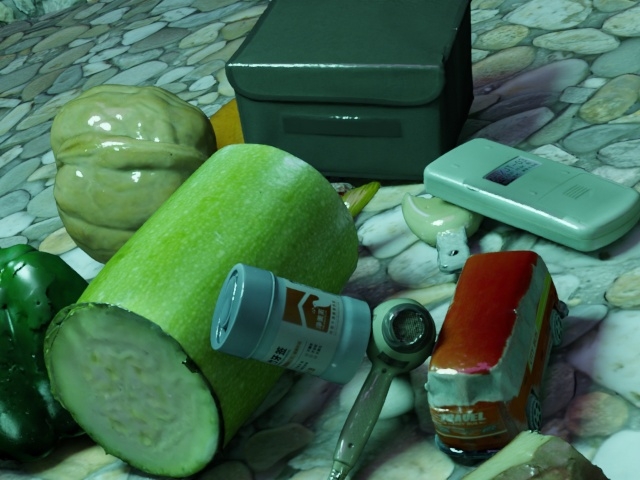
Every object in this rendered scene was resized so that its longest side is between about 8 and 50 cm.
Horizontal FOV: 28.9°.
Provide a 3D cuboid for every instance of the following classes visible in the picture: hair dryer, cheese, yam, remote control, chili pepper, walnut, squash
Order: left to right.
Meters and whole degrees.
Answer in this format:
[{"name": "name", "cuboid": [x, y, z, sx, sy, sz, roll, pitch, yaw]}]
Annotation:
[{"name": "chili pepper", "cuboid": [-0.394, 0.139, 1.641, 0.233, 0.257, 0.248, -36, 24, -29]}, {"name": "walnut", "cuboid": [-0.288, -0.100, 1.974, 0.285, 0.296, 0.285, 0, -10, 0]}, {"name": "squash", "cuboid": [-0.140, 0.077, 1.560, 0.263, 0.263, 0.384, -2, 32, 33]}, {"name": "hair dryer", "cuboid": [0.065, 0.162, 1.439, 0.088, 0.225, 0.219, 24, 8, 2]}, {"name": "cheese", "cuboid": [0.177, -0.015, 1.726, 0.127, 0.050, 0.235, -13, 25, 9]}, {"name": "yam", "cuboid": [0.154, 0.276, 1.133, 0.238, 0.129, 0.128, -33, 64, -21]}, {"name": "remote control", "cuboid": [0.289, -0.065, 1.682, 0.140, 0.056, 0.296, -32, 39, -34]}]

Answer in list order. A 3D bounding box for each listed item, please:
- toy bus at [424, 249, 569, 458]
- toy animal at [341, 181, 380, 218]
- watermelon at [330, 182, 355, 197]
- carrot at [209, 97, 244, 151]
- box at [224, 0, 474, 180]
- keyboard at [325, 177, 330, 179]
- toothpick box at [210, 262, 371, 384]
[{"name": "toy bus", "cuboid": [0.193, 0.120, 1.389, 0.121, 0.120, 0.265, -5, 33, 25]}, {"name": "toy animal", "cuboid": [0.000, 0.000, 1.794, 0.219, 0.155, 0.095, -20, -11, 1]}, {"name": "watermelon", "cuboid": [-0.010, -0.058, 1.931, 0.139, 0.071, 0.187, -30, 27, -25]}, {"name": "carrot", "cuboid": [-0.093, -0.164, 2.171, 0.258, 0.100, 0.307, -12, 35, 15]}, {"name": "box", "cuboid": [0.063, -0.252, 1.990, 0.345, 0.204, 0.251, 4, 39, 17]}, {"name": "keyboard", "cuboid": [-0.052, -0.086, 1.971, 0.063, 0.010, 0.198, -17, -1, 28]}, {"name": "toothpick box", "cuboid": [-0.033, 0.093, 1.371, 0.153, 0.101, 0.101, 17, 21, -17]}]
